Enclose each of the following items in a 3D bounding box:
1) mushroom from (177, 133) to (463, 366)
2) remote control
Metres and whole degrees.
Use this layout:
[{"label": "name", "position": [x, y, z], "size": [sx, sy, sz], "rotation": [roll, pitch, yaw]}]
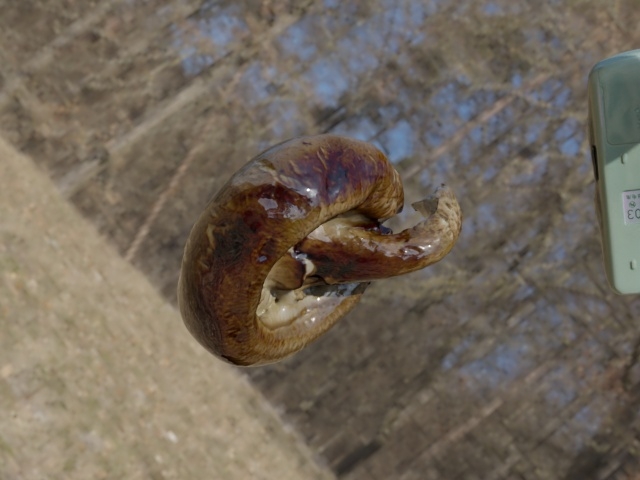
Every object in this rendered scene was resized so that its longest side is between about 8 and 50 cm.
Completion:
[{"label": "mushroom", "position": [-0.001, -0.001, 0.675], "size": [0.080, 0.171, 0.135], "rotation": [58, -28, 34]}, {"label": "remote control", "position": [0.395, -0.081, 1.499], "size": [0.056, 0.140, 0.296], "rotation": [-76, 157, -72]}]
